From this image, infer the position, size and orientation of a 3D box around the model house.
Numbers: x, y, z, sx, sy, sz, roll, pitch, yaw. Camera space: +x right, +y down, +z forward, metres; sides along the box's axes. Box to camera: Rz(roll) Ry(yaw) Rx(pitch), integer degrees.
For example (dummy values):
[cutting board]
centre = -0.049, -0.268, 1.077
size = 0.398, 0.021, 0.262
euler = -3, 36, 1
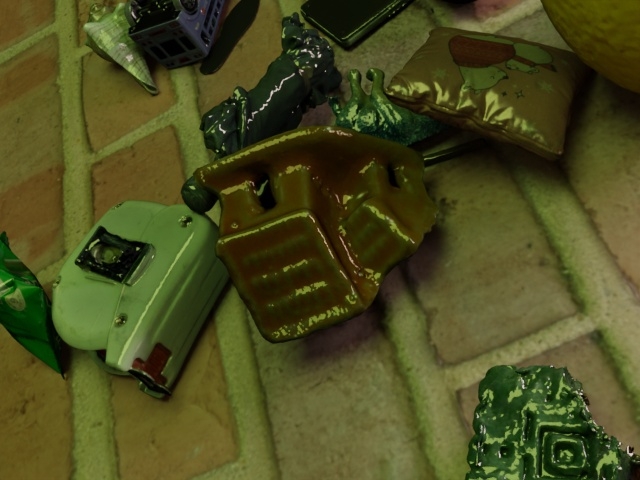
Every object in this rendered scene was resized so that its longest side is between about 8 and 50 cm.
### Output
[model house]
centre = 0.007, -0.006, 1.085
size = 0.268, 0.173, 0.239
euler = -21, 49, 12

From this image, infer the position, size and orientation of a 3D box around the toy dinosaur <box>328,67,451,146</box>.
[toy dinosaur]
centre = 0.084, -0.161, 1.231
size = 0.362, 0.076, 0.147
euler = -11, 60, 12

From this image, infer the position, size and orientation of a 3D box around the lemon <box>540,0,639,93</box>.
[lemon]
centre = 0.394, -0.325, 1.006
size = 0.336, 0.336, 0.336
euler = -15, 50, 19

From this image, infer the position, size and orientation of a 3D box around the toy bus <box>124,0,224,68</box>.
[toy bus]
centre = -0.235, -0.452, 1.599
size = 0.125, 0.133, 0.292
euler = -10, 54, 30

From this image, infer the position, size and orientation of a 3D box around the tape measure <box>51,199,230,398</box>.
[tape measure]
centre = -0.247, 0.063, 1.212
size = 0.246, 0.125, 0.243
euler = 11, 62, 34

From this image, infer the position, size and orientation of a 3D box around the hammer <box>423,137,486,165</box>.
[hammer]
centre = 0.080, -0.090, 1.216
size = 0.292, 0.029, 0.058
euler = -17, 51, 15

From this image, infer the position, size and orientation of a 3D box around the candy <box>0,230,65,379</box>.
[candy]
centre = -0.421, 0.095, 1.283
size = 0.078, 0.141, 0.203
euler = -33, 42, -20

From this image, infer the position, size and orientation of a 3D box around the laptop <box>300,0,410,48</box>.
[laptop]
centre = 0.081, -0.402, 1.453
size = 0.207, 0.026, 0.154
euler = -39, 46, -3

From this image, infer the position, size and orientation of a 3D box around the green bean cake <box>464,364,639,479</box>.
[green bean cake]
centre = 0.232, 0.215, 0.837
size = 0.193, 0.107, 0.208
euler = -5, 52, 28

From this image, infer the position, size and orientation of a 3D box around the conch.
[conch]
centre = -0.354, -0.366, 1.595
size = 0.114, 0.137, 0.234
euler = -55, 41, 4

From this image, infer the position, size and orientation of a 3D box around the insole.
[insole]
centre = -0.155, -0.358, 1.568
size = 0.064, 0.004, 0.188
euler = 9, 61, 35

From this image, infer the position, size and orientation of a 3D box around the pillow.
[pillow]
centre = 0.213, -0.196, 1.133
size = 0.236, 0.084, 0.223
euler = 21, 43, 15

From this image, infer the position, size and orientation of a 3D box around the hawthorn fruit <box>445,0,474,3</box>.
[hawthorn fruit]
centre = 0.217, -0.470, 1.329
size = 0.189, 0.189, 0.251
euler = 8, 53, 34

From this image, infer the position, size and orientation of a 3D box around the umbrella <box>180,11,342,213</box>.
[umbrella]
centre = -0.090, -0.170, 1.255
size = 0.094, 0.143, 0.349
euler = 3, 47, 41
